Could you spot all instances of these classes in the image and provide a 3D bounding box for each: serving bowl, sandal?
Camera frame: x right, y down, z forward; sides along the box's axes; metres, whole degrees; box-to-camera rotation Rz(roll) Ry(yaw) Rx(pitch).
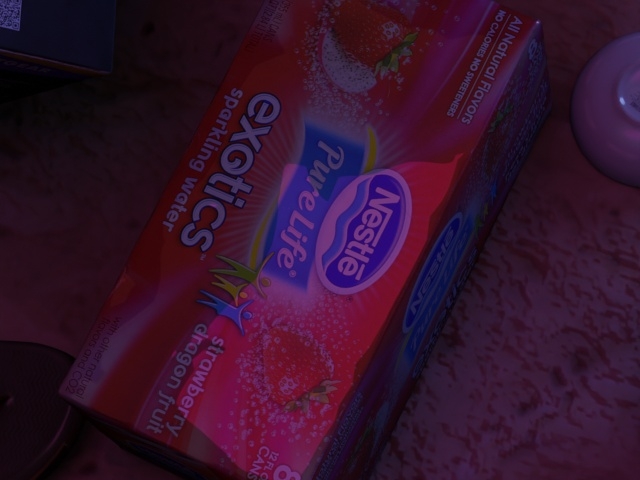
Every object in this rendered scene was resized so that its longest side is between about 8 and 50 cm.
[{"bbox_3d":[0.166,-0.069,0.994,0.083,0.027,0.083,-3,73,9],"label":"serving bowl"},{"bbox_3d":[-0.225,0.085,0.989,0.219,0.060,0.090,4,73,10],"label":"sandal"}]

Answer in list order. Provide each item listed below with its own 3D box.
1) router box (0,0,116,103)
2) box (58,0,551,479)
[{"bbox_3d":[-0.190,-0.216,0.978,0.243,0.081,0.309,-9,75,50],"label":"router box"},{"bbox_3d":[0.000,0.000,0.947,0.128,0.122,0.257,24,78,15],"label":"box"}]
